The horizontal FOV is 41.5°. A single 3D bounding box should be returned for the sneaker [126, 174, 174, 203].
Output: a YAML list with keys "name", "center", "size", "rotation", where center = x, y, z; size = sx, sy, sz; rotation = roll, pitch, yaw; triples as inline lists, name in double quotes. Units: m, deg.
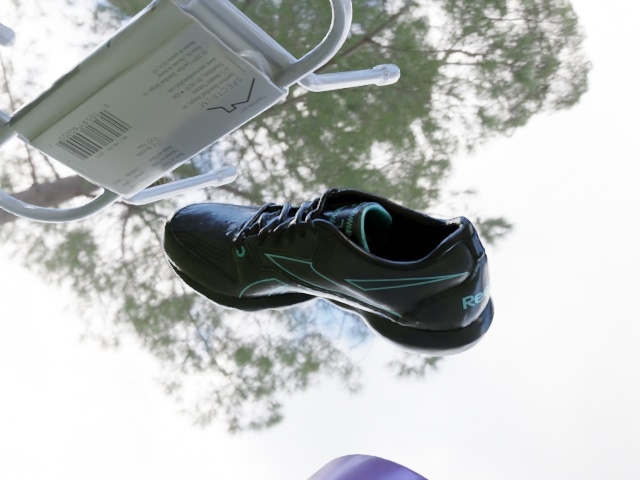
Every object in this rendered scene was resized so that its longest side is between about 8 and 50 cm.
- name: "sneaker"
  center: [-0.261, -0.085, 1.275]
  size: [0.083, 0.037, 0.032]
  rotation: [-16, -58, -2]

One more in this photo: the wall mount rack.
- name: "wall mount rack"
  center: [-0.099, -0.122, 0.680]
  size: [0.350, 0.304, 0.130]
  rotation: [-27, -130, 29]

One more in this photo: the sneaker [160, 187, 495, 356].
- name: "sneaker"
  center: [0.000, 0.000, 0.630]
  size: [0.267, 0.101, 0.106]
  rotation: [11, -41, 18]

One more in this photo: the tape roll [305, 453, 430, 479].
- name: "tape roll"
  center: [0.035, 0.231, 0.508]
  size: [0.189, 0.080, 0.189]
  rotation: [25, -52, 37]
